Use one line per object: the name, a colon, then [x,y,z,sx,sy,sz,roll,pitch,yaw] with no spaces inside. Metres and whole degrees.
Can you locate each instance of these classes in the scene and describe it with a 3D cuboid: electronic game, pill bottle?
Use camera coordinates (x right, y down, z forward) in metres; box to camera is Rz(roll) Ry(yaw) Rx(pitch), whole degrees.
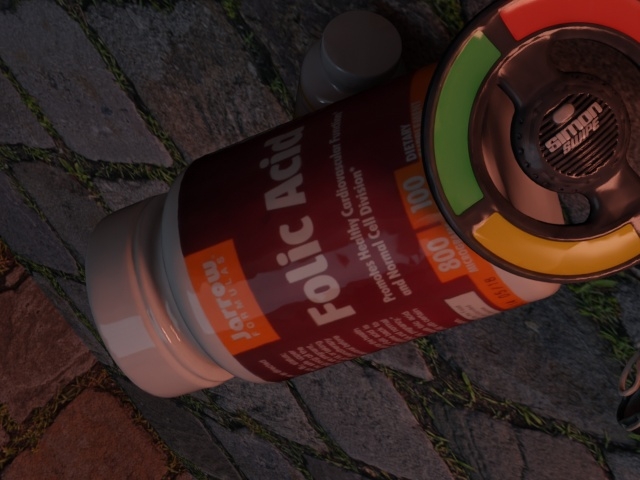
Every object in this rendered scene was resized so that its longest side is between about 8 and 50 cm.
electronic game: [0.187,-0.080,0.971,0.229,0.229,0.048,49,-179,-13]
pill bottle: [0.029,-0.140,1.264,0.103,0.103,0.184,39,156,11]
pill bottle: [0.000,0.000,1.169,0.392,0.224,0.224,-20,120,23]

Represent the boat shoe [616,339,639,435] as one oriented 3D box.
boat shoe: [0.336,0.118,1.193,0.105,0.113,0.306,23,162,11]
